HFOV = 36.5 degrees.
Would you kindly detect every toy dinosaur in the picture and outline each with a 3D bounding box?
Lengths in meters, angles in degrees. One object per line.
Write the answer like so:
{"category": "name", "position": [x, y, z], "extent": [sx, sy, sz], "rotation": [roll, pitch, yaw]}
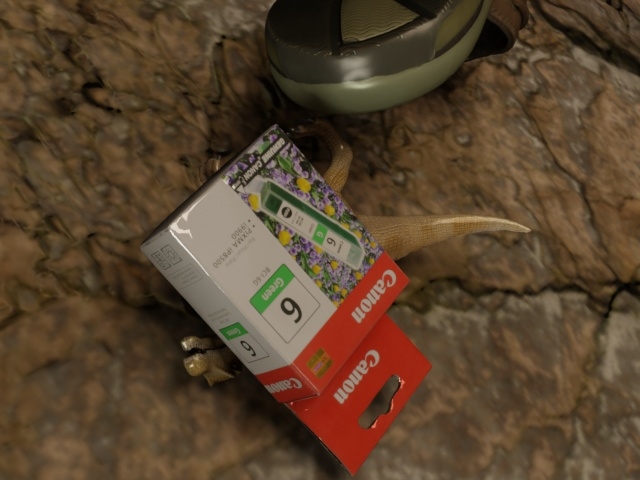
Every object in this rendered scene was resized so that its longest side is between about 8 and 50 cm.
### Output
{"category": "toy dinosaur", "position": [0.000, 0.000, 0.409], "extent": [0.183, 0.053, 0.093], "rotation": [-25, 87, -36]}

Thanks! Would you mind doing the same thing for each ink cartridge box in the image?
{"category": "ink cartridge box", "position": [-0.002, 0.022, 0.349], "extent": [0.115, 0.029, 0.063], "rotation": [49, 56, -10]}

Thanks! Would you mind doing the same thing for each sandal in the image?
{"category": "sandal", "position": [0.053, -0.121, 0.505], "extent": [0.303, 0.120, 0.086], "rotation": [-57, 134, -52]}
